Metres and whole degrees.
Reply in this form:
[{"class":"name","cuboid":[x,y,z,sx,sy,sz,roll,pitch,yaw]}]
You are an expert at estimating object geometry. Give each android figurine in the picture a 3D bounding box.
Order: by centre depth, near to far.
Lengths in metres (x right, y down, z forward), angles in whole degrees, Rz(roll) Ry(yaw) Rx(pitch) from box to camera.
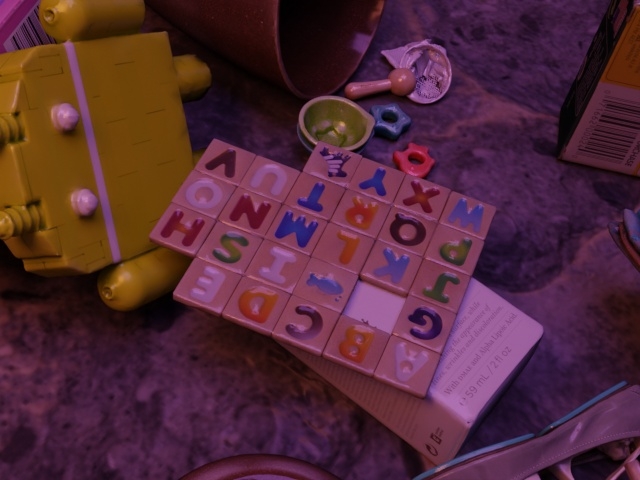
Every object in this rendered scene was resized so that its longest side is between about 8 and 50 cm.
[{"class":"android figurine","cuboid":[-0.163,-0.071,0.808,0.056,0.248,0.273,-5,10,28]}]

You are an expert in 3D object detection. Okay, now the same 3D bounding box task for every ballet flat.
[{"class":"ballet flat","cuboid":[0.168,0.168,0.780,0.213,0.072,0.068,-19,69,-21]}]

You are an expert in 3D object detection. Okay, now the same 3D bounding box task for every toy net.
[{"class":"toy net","cuboid":[0.077,-0.132,1.009,0.122,0.045,0.232,31,54,14]}]

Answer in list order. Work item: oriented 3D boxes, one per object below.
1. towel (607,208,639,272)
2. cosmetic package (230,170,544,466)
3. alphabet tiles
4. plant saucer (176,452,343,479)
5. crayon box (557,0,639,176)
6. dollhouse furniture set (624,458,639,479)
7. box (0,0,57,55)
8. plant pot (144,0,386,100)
[{"class":"towel","cuboid":[0.399,0.105,0.770,0.271,0.040,0.370,14,27,-20]},{"class":"cosmetic package","cuboid":[0.046,0.058,0.834,0.231,0.085,0.117,36,55,16]},{"class":"alphabet tiles","cuboid":[0.000,0.000,0.814,0.237,0.009,0.198,21,51,7]},{"class":"plant saucer","cuboid":[-0.037,0.230,0.718,0.198,0.036,0.198,5,53,-6]},{"class":"crayon box","cuboid":[0.404,-0.129,0.968,0.318,0.202,0.081,13,52,-1]},{"class":"dollhouse furniture set","cuboid":[0.164,0.280,0.598,0.174,0.303,0.355,-27,53,16]},{"class":"box","cuboid":[-0.331,-0.112,0.827,0.243,0.117,0.213,5,49,23]},{"class":"plant pot","cuboid":[-0.080,-0.268,1.004,0.230,0.215,0.215,21,51,24]}]
